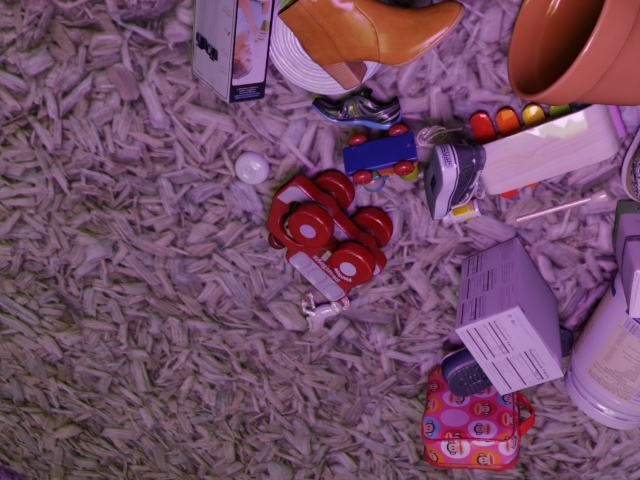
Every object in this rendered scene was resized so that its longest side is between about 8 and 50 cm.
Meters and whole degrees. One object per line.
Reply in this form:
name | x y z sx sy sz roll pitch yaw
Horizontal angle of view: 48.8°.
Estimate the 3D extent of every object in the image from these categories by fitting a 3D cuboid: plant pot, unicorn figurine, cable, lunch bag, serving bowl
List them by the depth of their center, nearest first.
plant pot | 0.482 -0.350 1.195 0.204 0.290 0.290 16 127 -15
cable | 0.015 -0.413 1.379 0.257 0.089 0.257 36 124 -9
serving bowl | -0.161 -0.163 1.628 0.083 0.027 0.083 7 123 12
lunch bag | 0.382 0.415 1.697 0.258 0.293 0.120 -4 116 18
unicorn figurine | 0.001 0.175 1.784 0.162 0.060 0.111 -18 112 28

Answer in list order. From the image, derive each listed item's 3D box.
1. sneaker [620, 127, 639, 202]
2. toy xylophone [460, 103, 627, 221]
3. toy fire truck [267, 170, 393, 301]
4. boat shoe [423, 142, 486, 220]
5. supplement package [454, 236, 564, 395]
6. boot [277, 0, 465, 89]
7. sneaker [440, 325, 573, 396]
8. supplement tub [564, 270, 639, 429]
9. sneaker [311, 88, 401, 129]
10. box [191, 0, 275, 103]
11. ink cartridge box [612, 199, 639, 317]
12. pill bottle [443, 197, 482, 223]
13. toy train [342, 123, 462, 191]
sneaker | 0.657 -0.213 1.276 0.158 0.182 0.410 4 123 13
toy xylophone | 0.450 -0.167 1.425 0.323 0.081 0.236 -10 119 21
toy fire truck | 0.000 0.000 1.615 0.302 0.169 0.254 43 135 -12
boat shoe | 0.271 -0.123 1.420 0.105 0.113 0.306 -10 161 0
supplement package | 0.413 0.161 1.538 0.145 0.262 0.204 -26 113 29
boot | 0.080 -0.401 1.241 0.295 0.104 0.211 -22 126 36
sneaker | 0.439 0.262 1.702 0.319 0.131 0.112 -18 115 0
supplement tub | 0.689 0.228 1.522 0.236 0.235 0.324 18 125 3
sneaker | 0.077 -0.280 1.470 0.188 0.067 0.078 7 116 5
box | -0.172 -0.433 1.369 0.169 0.087 0.289 43 136 39
ink cartridge box | 0.692 0.034 1.372 0.199 0.273 0.114 2 123 14
pill bottle | 0.311 -0.063 1.554 0.083 0.043 0.043 -15 117 24
toy train | 0.183 -0.169 1.477 0.248 0.105 0.143 -12 159 14
